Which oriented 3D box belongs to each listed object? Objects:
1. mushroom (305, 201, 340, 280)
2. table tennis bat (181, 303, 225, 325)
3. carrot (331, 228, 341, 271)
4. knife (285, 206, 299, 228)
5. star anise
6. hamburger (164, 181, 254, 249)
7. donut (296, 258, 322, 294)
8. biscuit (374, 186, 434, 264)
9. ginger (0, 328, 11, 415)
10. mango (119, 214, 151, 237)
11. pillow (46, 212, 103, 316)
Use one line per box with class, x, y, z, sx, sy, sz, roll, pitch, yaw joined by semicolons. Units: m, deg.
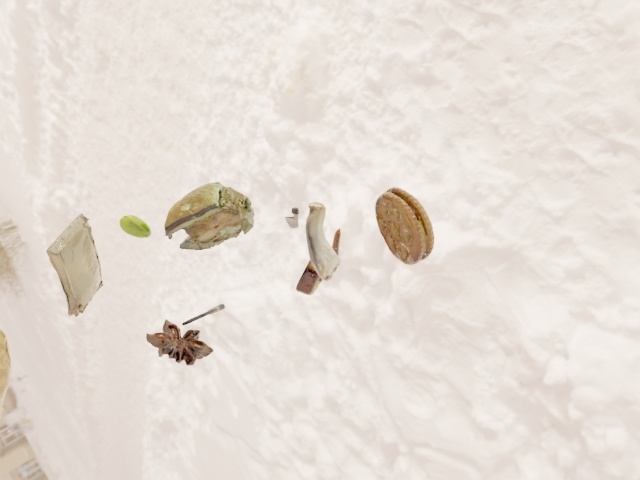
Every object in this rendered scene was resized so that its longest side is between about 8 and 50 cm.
mushroom;-0.002;0.002;1.566;0.096;0.099;0.278;-21;75;35
table tennis bat;-0.455;0.293;1.817;0.150;0.236;0.027;-25;88;20
carrot;0.054;0.037;1.730;0.037;0.037;0.190;27;123;36
knife;-0.116;-0.087;1.886;0.230;0.059;0.029;97;176;-74
star anise;-0.547;0.400;1.753;0.220;0.214;0.099;36;109;19
hamburger;-0.354;-0.089;1.493;0.287;0.192;0.168;-21;128;15
donut;-0.028;0.140;1.853;0.073;0.184;0.166;28;159;10
biscuit;0.221;-0.037;1.235;0.221;0.066;0.221;53;158;33
ginger;-0.712;0.355;0.940;0.363;0.121;0.349;-33;52;52
mango;-0.593;-0.042;1.463;0.073;0.056;0.108;-17;143;30
pillow;-0.481;0.054;0.907;0.053;0.119;0.208;9;132;-3
